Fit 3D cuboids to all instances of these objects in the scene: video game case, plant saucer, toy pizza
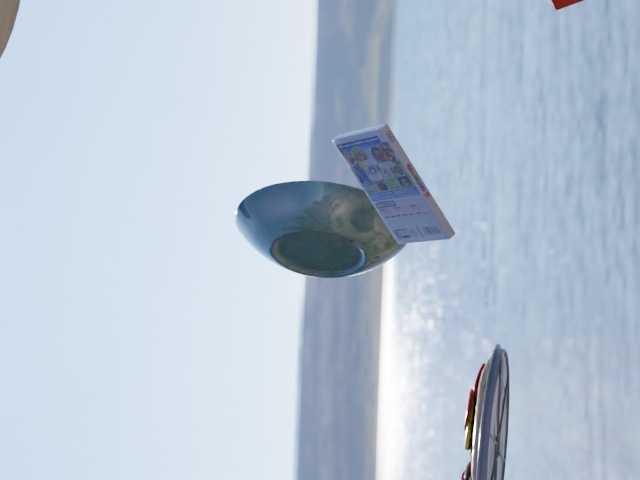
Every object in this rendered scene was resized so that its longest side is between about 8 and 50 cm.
[{"bbox_3d":[0.067,-0.050,1.258,0.122,0.011,0.087,56,154,-15],"label":"video game case"},{"bbox_3d":[0.000,0.000,1.489,0.195,0.195,0.037,87,-171,-61],"label":"plant saucer"},{"bbox_3d":[0.158,0.200,1.327,0.201,0.032,0.201,4,-90,-77],"label":"toy pizza"}]

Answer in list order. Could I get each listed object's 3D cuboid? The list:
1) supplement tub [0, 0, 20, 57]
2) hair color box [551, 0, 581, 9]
[{"bbox_3d":[-0.380,-0.210,0.913,0.228,0.316,0.228,-44,-28,-31],"label":"supplement tub"},{"bbox_3d":[0.221,-0.273,1.125,0.053,0.093,0.167,55,-155,-38],"label":"hair color box"}]
